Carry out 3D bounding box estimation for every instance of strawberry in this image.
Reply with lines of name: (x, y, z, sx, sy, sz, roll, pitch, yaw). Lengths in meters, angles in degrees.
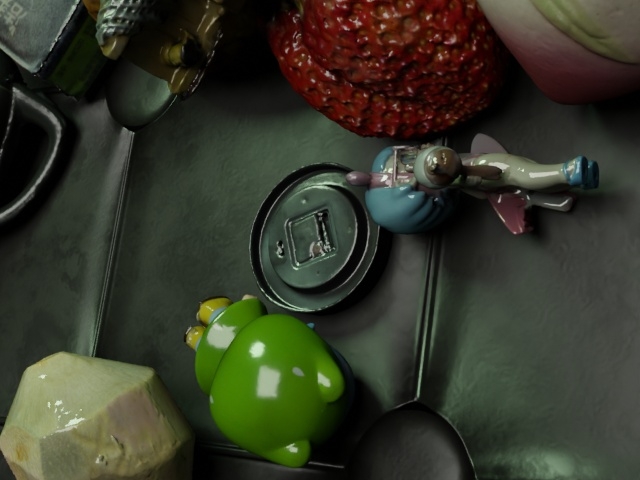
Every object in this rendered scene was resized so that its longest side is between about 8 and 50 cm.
strawberry: (0.084, -0.252, 1.216, 0.288, 0.250, 0.238, 31, 62, 6)

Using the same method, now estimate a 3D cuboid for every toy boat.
toy boat: (-0.089, -0.368, 1.161, 0.445, 0.136, 0.162, -61, 35, 2)

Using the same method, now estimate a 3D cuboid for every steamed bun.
steamed bun: (0.270, -0.265, 1.055, 0.309, 0.309, 0.309, -11, 70, 32)

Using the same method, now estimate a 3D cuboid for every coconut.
coconut: (-0.259, 0.229, 1.282, 0.197, 0.237, 0.237, -32, 48, -27)

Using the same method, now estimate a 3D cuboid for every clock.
clock: (0.000, 0.000, 1.296, 0.184, 0.040, 0.184, -11, 70, 31)

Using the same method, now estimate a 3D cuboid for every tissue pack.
tissue pack: (-0.349, -0.441, 1.618, 0.288, 0.124, 0.394, 40, 99, 36)

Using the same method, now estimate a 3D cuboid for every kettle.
kettle: (-0.528, -0.157, 1.604, 0.251, 0.207, 0.271, 34, 94, 38)

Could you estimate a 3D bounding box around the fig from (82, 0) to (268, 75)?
fig: (-0.147, -0.407, 1.421, 0.286, 0.286, 0.369, -5, 50, 33)

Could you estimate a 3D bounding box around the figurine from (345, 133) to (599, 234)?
figurine: (0.152, -0.054, 1.141, 0.260, 0.205, 0.103, 0, 99, 31)

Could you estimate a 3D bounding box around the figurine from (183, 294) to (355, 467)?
figurine: (-0.069, 0.149, 1.245, 0.263, 0.143, 0.162, 33, 93, 48)
